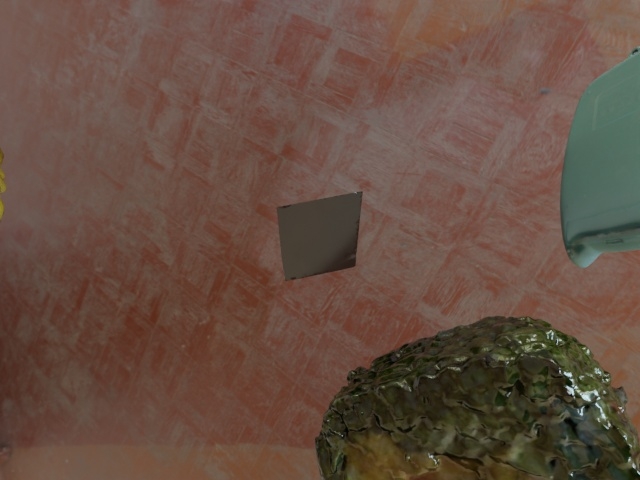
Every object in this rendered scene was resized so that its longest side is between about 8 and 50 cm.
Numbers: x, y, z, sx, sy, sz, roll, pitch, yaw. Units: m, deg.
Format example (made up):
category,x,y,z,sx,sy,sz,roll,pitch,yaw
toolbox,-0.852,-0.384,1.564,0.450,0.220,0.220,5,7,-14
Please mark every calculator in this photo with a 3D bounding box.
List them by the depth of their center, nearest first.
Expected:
category,x,y,z,sx,sy,sz,roll,pitch,yaw
calculator,0.511,-0.153,0.691,0.054,0.256,0.386,15,79,-10

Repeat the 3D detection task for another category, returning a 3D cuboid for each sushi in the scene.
category,x,y,z,sx,sy,sz,roll,pitch,yaw
sushi,0.190,0.264,0.503,0.352,0.178,0.294,-26,84,28

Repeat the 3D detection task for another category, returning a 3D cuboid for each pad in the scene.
category,x,y,z,sx,sy,sz,roll,pitch,yaw
pad,0.000,0.000,0.831,0.164,0.243,0.004,-11,52,-9

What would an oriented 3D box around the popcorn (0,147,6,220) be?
category,x,y,z,sx,sy,sz,roll,pitch,yaw
popcorn,-0.533,-0.086,0.476,0.265,0.332,0.225,24,83,5
